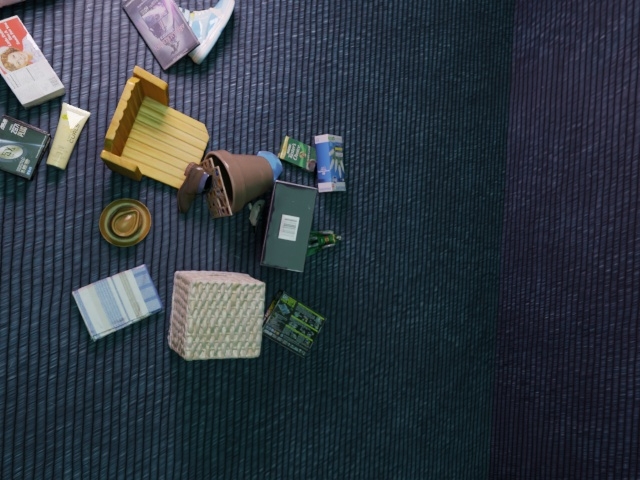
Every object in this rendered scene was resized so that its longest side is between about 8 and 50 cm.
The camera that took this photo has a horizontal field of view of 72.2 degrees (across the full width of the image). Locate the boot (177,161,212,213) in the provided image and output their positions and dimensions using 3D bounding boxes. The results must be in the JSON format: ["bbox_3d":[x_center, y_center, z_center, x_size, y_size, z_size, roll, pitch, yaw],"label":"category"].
[{"bbox_3d":[-0.507,-0.196,1.771,0.082,0.106,0.219,-16,128,-61],"label":"boot"}]

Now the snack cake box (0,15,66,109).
[{"bbox_3d":[-1.036,-0.611,1.521,0.152,0.089,0.264,-34,106,-20],"label":"snack cake box"}]

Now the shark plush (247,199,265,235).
[{"bbox_3d":[-0.276,-0.103,1.958,0.067,0.073,0.161,4,85,-58],"label":"shark plush"}]

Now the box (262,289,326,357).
[{"bbox_3d":[-0.132,0.389,2.045,0.270,0.060,0.216,36,75,-24],"label":"box"}]

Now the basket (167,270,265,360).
[{"bbox_3d":[-0.419,0.303,1.779,0.328,0.266,0.331,5,91,-28],"label":"basket"}]

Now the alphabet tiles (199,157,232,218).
[{"bbox_3d":[-0.435,-0.210,1.788,0.009,0.198,0.237,-20,101,-35],"label":"alphabet tiles"}]

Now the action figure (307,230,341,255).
[{"bbox_3d":[0.000,0.000,2.102,0.232,0.063,0.137,-10,93,-30],"label":"action figure"}]

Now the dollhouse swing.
[{"bbox_3d":[-0.597,-0.387,1.664,0.304,0.315,0.347,21,82,-16],"label":"dollhouse swing"}]

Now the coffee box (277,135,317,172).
[{"bbox_3d":[-0.102,-0.398,2.042,0.184,0.040,0.113,20,82,-27],"label":"coffee box"}]

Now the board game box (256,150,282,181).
[{"bbox_3d":[-0.254,-0.313,1.970,0.133,0.033,0.169,35,86,-22],"label":"board game box"}]

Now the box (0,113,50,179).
[{"bbox_3d":[-1.052,-0.318,1.529,0.147,0.077,0.180,23,81,-26],"label":"box"}]

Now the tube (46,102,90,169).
[{"bbox_3d":[-0.930,-0.378,1.604,0.070,0.062,0.240,39,63,-65],"label":"tube"}]

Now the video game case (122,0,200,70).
[{"bbox_3d":[-0.613,-0.833,1.695,0.274,0.196,0.026,59,26,-16],"label":"video game case"}]

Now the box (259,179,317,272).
[{"bbox_3d":[-0.142,-0.052,1.862,0.178,0.312,0.343,10,88,-9],"label":"box"}]

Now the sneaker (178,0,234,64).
[{"bbox_3d":[-0.494,-0.904,1.774,0.208,0.127,0.319,31,77,-26],"label":"sneaker"}]

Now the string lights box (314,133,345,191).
[{"bbox_3d":[0.047,-0.360,2.075,0.133,0.076,0.260,-12,98,-56],"label":"string lights box"}]

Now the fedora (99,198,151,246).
[{"bbox_3d":[-0.749,-0.070,1.695,0.194,0.079,0.194,-1,92,-28],"label":"fedora"}]

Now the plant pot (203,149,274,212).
[{"bbox_3d":[-0.328,-0.257,1.825,0.229,0.263,0.263,-21,101,-36],"label":"plant pot"}]

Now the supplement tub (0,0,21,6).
[{"bbox_3d":[-0.993,-0.933,1.453,0.316,0.228,0.228,-33,106,-23],"label":"supplement tub"}]

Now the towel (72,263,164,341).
[{"bbox_3d":[-0.785,0.238,1.714,0.285,0.034,0.209,-24,101,-27],"label":"towel"}]
